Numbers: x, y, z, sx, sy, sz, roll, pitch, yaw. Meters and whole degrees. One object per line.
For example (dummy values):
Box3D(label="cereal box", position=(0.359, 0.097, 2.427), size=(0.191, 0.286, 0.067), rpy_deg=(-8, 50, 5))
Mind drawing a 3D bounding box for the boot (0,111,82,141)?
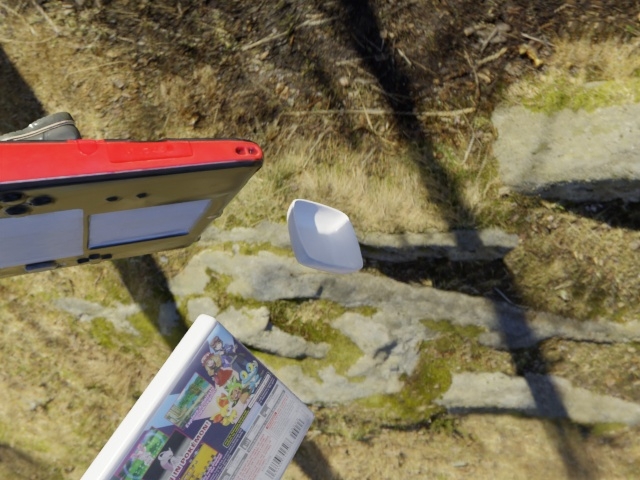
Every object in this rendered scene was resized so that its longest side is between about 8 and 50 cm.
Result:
Box3D(label="boot", position=(-0.518, -0.131, 0.940), size=(0.198, 0.077, 0.137), rpy_deg=(-29, 90, -1))

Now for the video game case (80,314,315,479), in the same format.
Box3D(label="video game case", position=(-0.101, 0.194, 0.436), size=(0.023, 0.201, 0.183), rpy_deg=(9, 146, 42))

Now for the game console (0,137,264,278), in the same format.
Box3D(label="game console", position=(-0.275, -0.019, 0.586), size=(0.342, 0.386, 0.060), rpy_deg=(-5, 80, -26))

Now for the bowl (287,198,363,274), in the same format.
Box3D(label="bowl", position=(0.000, 0.000, 0.944), size=(0.142, 0.142, 0.053), rpy_deg=(15, 137, -36))
